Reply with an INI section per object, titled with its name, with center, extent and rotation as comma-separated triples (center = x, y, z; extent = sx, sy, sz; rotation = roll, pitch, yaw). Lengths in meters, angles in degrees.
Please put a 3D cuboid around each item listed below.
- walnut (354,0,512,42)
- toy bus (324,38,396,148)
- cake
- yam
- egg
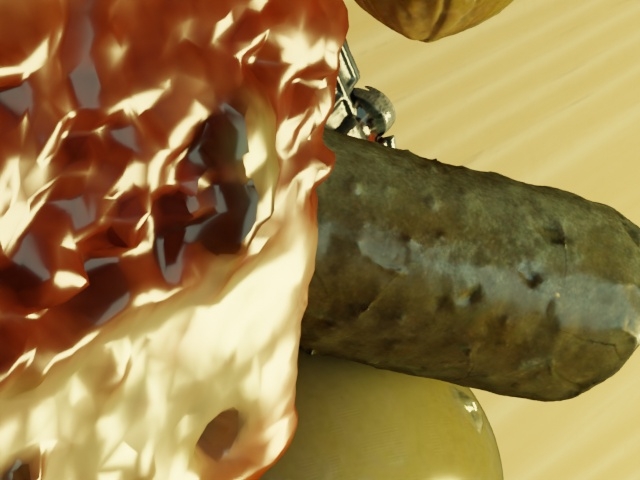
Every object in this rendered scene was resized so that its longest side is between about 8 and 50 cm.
[walnut]
center = 0.053, -0.152, 0.896
extent = 0.105, 0.105, 0.124
rotation = 20, 83, -53
[toy bus]
center = -0.031, -0.075, 0.825
extent = 0.079, 0.077, 0.174
rotation = -51, 136, -31
[cake]
center = -0.165, -0.047, 0.503
extent = 0.269, 0.270, 0.319
rotation = -29, 123, -45
[yam]
center = 0.000, 0.000, 0.765
extent = 0.259, 0.093, 0.093
rotation = 14, 87, -18
[egg]
center = -0.009, 0.104, 0.838
extent = 0.201, 0.164, 0.164
rotation = 3, 97, -49
